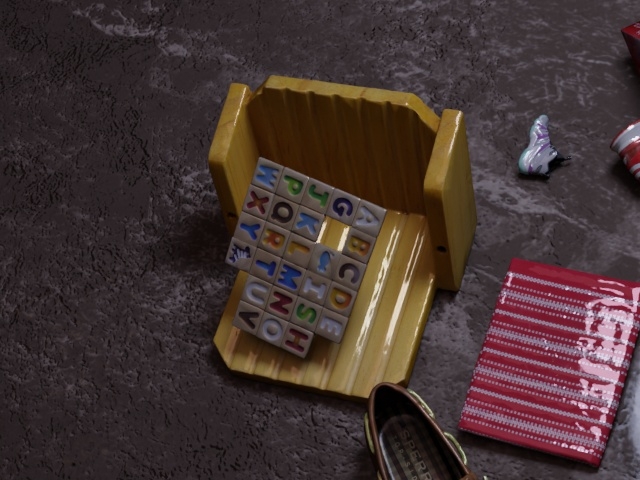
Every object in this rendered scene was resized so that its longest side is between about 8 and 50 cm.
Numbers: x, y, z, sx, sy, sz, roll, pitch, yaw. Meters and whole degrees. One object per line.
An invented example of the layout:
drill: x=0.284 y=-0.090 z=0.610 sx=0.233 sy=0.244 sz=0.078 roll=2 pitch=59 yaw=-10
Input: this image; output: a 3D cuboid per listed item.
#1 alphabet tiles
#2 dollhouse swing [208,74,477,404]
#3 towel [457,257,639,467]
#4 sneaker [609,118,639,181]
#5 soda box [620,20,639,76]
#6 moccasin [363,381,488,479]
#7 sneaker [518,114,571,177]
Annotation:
alphabet tiles: x=-0.035 y=0.031 z=1.995 sx=0.198 sy=0.009 sz=0.237 roll=23 pitch=103 yaw=18
dollhouse swing: x=0.000 y=0.000 z=2.014 sx=0.347 sy=0.315 sz=0.305 roll=11 pitch=51 yaw=21
towel: x=0.315 y=0.157 z=1.961 sx=0.199 sy=0.031 sz=0.274 roll=12 pitch=64 yaw=20
sneaker: x=0.532 y=-0.136 z=2.075 sx=0.221 sy=0.087 sz=0.128 roll=-28 pitch=74 yaw=-7
soda box: x=0.507 y=-0.255 z=2.050 sx=0.083 sy=0.092 sz=0.263 roll=-26 pitch=17 yaw=2
moccasin: x=0.158 y=0.337 z=1.817 sx=0.139 sy=0.147 sz=0.380 roll=-22 pitch=55 yaw=2
sneaker: x=0.336 y=-0.134 z=2.140 sx=0.069 sy=0.038 sz=0.098 roll=15 pitch=73 yaw=22
